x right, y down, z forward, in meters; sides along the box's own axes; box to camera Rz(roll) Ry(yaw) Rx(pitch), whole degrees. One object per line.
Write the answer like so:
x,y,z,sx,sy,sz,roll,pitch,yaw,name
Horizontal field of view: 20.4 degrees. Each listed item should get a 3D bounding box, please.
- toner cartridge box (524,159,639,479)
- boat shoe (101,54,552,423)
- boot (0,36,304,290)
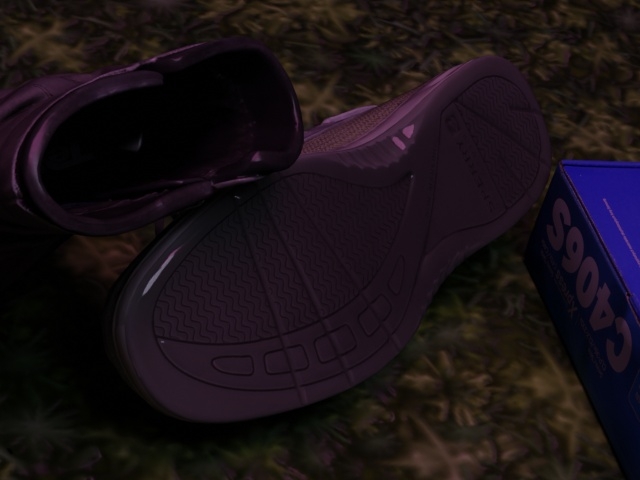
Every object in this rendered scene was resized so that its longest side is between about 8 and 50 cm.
0.238,0.097,0.893,0.165,0.075,0.348,0,41,-17,toner cartridge box
0.000,-0.003,0.918,0.320,0.103,0.118,-39,108,-42,boat shoe
-0.179,-0.009,0.750,0.222,0.118,0.338,-11,19,44,boot
